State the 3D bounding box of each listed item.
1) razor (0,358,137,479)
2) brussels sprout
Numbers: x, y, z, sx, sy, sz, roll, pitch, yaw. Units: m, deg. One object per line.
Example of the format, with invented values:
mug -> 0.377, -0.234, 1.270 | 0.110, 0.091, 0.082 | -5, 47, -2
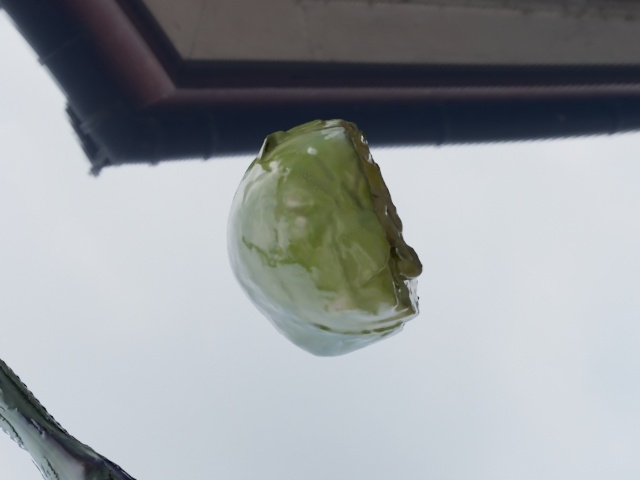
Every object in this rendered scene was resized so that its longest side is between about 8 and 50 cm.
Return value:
razor -> -0.200, 0.093, 0.731 | 0.093, 0.324, 0.056 | -40, -47, -21
brussels sprout -> -0.004, 0.000, 0.805 | 0.149, 0.122, 0.152 | 58, -171, -42
